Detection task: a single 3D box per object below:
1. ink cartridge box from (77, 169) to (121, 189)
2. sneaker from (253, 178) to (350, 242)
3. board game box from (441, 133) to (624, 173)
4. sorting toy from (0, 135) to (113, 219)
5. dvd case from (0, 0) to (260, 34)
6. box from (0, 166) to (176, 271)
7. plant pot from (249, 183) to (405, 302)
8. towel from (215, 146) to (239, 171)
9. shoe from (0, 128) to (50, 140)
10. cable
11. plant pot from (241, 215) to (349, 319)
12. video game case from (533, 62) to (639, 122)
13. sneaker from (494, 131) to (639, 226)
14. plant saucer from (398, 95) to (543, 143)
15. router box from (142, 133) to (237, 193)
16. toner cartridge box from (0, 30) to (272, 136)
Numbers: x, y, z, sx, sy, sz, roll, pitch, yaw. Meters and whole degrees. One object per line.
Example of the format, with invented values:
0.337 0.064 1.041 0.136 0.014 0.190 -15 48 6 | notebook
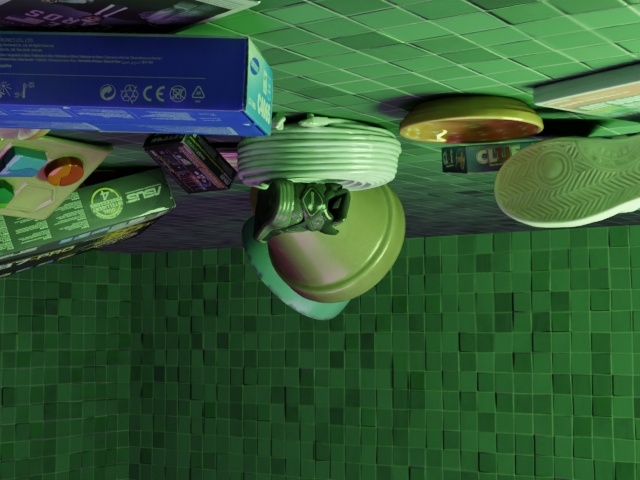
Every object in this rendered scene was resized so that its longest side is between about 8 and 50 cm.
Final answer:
-0.532 -0.094 2.281 0.261 0.066 0.296 1 175 -4 | ink cartridge box
-0.033 -0.040 1.716 0.130 0.087 0.227 7 169 -15 | sneaker
0.323 -0.132 1.724 0.243 0.042 0.165 -5 -176 -7 | board game box
-0.510 -0.072 1.867 0.307 0.041 0.229 -39 154 32 | sorting toy
-0.196 -0.218 1.013 0.179 0.030 0.238 5 173 -41 | dvd case
-0.510 -0.023 2.181 0.394 0.097 0.318 -17 175 -25 | box
-0.012 -0.047 1.993 0.263 0.263 0.229 -3 157 28 | plant pot
-0.167 -0.142 1.950 0.144 0.029 0.197 -2 176 -3 | towel
-0.401 -0.161 1.399 0.219 0.077 0.058 -2 180 42 | shoe
-0.002 -0.126 1.745 0.257 0.089 0.257 2 175 -27 | cable
0.000 0.000 2.456 0.195 0.290 0.290 -44 153 26 | plant pot
0.445 -0.185 1.447 0.285 0.025 0.204 3 174 -37 | video game case
0.424 -0.087 1.576 0.350 0.131 0.148 -9 170 30 | sneaker
0.209 -0.168 1.566 0.200 0.037 0.200 -1 175 0 | plant saucer
-0.202 -0.125 1.743 0.092 0.038 0.122 -3 143 39 | router box
-0.231 -0.156 1.128 0.347 0.075 0.165 2 179 5 | toner cartridge box
